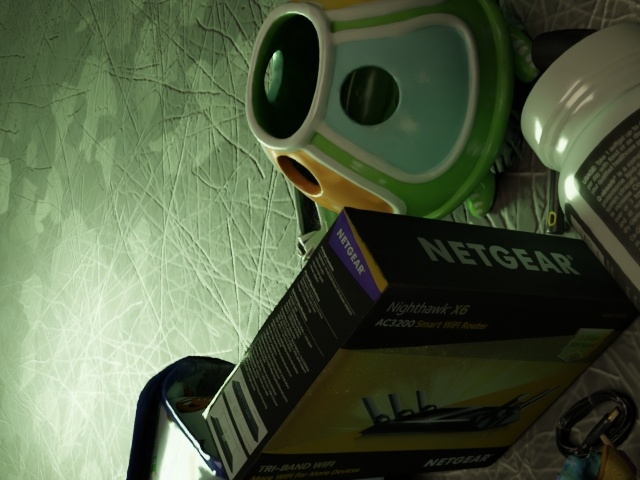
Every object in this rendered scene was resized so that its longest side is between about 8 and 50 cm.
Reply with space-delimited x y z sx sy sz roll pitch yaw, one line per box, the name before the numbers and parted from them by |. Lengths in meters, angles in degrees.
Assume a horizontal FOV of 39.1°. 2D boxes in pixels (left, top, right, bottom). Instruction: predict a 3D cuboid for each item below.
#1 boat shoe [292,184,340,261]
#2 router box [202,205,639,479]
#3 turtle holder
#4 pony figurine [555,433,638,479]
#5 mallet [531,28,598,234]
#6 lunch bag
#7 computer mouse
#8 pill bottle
boat shoe | 0.000 0.000 1.065 0.066 0.063 0.184 -12 78 49
router box | 0.092 0.100 0.760 0.243 0.309 0.081 -57 45 31
turtle holder | 0.066 -0.171 0.872 0.243 0.227 0.320 53 126 39
pony figurine | 0.217 0.338 0.607 0.351 0.303 0.363 -43 41 -2
mallet | 0.229 -0.100 0.826 0.062 0.039 0.190 -2 90 53
lunch bag | -0.115 0.336 1.061 0.385 0.239 0.328 -156 73 -65
computer mouse | 0.206 0.232 0.823 0.071 0.041 0.242 46 120 42
pill bottle | 0.277 -0.024 0.661 0.162 0.162 0.278 -53 50 33
